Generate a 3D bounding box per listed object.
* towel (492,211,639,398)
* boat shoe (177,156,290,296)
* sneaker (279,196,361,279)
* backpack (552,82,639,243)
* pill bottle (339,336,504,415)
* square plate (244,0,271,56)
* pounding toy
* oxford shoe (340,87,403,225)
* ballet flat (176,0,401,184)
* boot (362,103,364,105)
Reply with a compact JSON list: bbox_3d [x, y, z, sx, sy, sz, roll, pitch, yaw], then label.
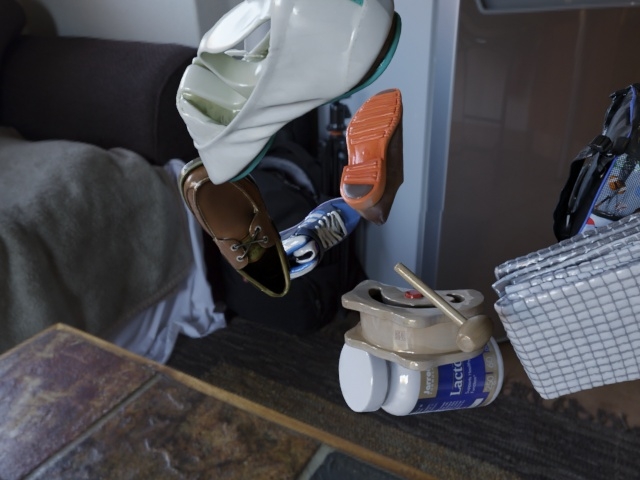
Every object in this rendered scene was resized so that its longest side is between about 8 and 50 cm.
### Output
[{"bbox_3d":[0.419,0.100,0.816,0.284,0.235,0.121,-24,29,22],"label":"towel"},{"bbox_3d":[-0.115,-0.013,0.885,0.111,0.307,0.104,-34,54,0],"label":"boat shoe"},{"bbox_3d":[-0.001,0.000,1.518,0.323,0.130,0.236,-27,18,-5],"label":"sneaker"},{"bbox_3d":[0.510,-0.082,0.904,0.213,0.263,0.276,30,46,17],"label":"backpack"},{"bbox_3d":[0.177,0.229,0.986,0.265,0.153,0.153,1,25,-23],"label":"pill bottle"},{"bbox_3d":[-0.012,-0.439,0.948,0.049,0.347,0.344,34,67,6],"label":"square plate"},{"bbox_3d":[0.153,0.088,0.810,0.154,0.154,0.269,-15,17,-39],"label":"pounding toy"},{"bbox_3d":[0.138,-0.204,1.312,0.130,0.133,0.363,-3,57,34],"label":"oxford shoe"},{"bbox_3d":[-0.080,-0.169,0.596,0.139,0.139,0.400,-21,2,-32],"label":"ballet flat"},{"bbox_3d":[0.151,-0.348,1.448,0.037,0.106,0.114,54,13,14],"label":"boot"}]
